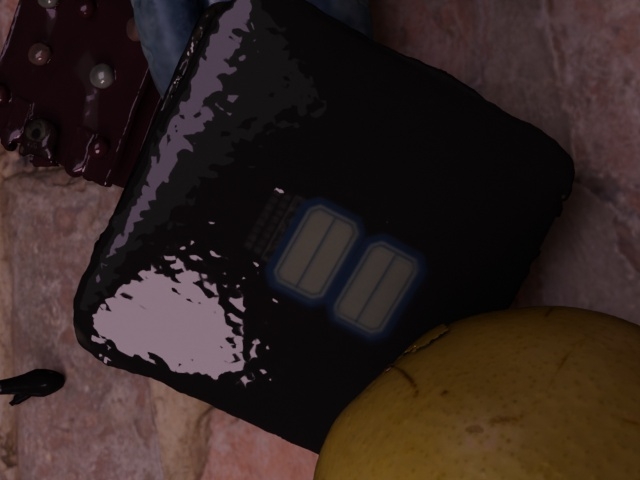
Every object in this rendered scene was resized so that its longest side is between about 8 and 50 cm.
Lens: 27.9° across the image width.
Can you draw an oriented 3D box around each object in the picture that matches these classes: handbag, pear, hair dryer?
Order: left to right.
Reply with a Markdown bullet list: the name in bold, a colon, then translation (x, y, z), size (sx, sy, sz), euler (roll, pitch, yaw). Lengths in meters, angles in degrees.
- **hair dryer**: translation (-0.322, 0.163, 1.370), size (0.083, 0.079, 0.031), euler (-38, 64, 41)
- **handbag**: translation (-0.257, -0.176, 1.368), size (0.203, 0.074, 0.216), euler (25, 96, 28)
- **pear**: translation (0.166, 0.212, 0.959), size (0.348, 0.348, 0.348), euler (-3, 83, 27)

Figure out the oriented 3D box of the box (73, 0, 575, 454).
- **box**: translation (0.000, 0.000, 1.110), size (0.350, 0.091, 0.359), euler (25, 101, -7)

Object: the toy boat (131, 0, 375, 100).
- **toy boat**: translation (-0.061, -0.186, 1.161), size (0.215, 0.123, 0.329), euler (-10, 110, 5)
